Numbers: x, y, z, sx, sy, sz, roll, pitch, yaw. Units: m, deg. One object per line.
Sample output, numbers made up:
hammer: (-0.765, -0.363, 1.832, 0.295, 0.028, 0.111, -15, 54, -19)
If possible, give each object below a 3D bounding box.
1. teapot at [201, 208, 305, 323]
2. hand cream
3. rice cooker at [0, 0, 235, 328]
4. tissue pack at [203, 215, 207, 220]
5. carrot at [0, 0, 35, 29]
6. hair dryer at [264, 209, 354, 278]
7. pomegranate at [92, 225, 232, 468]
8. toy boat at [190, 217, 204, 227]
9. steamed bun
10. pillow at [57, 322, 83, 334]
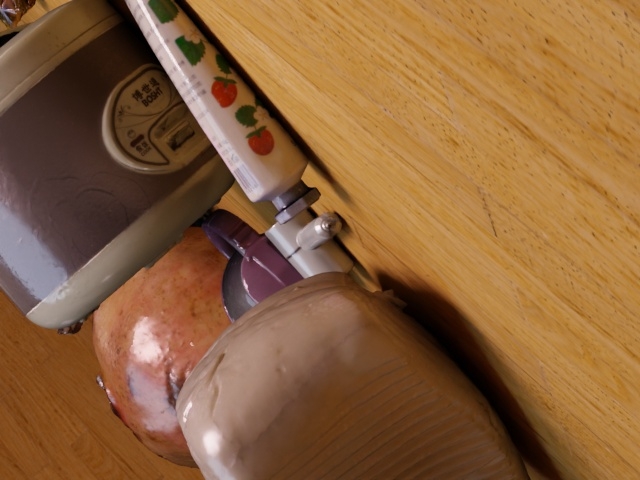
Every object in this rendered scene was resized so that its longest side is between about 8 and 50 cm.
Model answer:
teapot: (-0.046, 0.027, 1.580, 0.146, 0.116, 0.148, 112, 141, -78)
hand cream: (-0.096, -0.135, 1.303, 0.276, 0.059, 0.095, 54, 172, -4)
rice cooker: (-0.250, -0.086, 1.555, 0.277, 0.288, 0.288, 50, 171, -4)
tissue pack: (-0.149, -0.005, 2.176, 0.108, 0.023, 0.056, 40, 166, 40)
carrot: (-0.430, -0.358, 1.898, 0.228, 0.069, 0.069, 51, 171, -21)
hair dryer: (0.000, 0.000, 1.450, 0.082, 0.047, 0.137, 48, 164, -1)
pomegranate: (-0.146, 0.134, 1.974, 0.322, 0.322, 0.322, 47, 171, 10)
toy boat: (-0.201, -0.037, 2.102, 0.097, 0.100, 0.223, -71, -31, -52)
steamed bun: (0.019, 0.173, 1.434, 0.383, 0.247, 0.236, 45, -177, -44)
pillow: (-0.327, -0.065, 2.013, 0.119, 0.312, 0.310, 17, -173, -28)
